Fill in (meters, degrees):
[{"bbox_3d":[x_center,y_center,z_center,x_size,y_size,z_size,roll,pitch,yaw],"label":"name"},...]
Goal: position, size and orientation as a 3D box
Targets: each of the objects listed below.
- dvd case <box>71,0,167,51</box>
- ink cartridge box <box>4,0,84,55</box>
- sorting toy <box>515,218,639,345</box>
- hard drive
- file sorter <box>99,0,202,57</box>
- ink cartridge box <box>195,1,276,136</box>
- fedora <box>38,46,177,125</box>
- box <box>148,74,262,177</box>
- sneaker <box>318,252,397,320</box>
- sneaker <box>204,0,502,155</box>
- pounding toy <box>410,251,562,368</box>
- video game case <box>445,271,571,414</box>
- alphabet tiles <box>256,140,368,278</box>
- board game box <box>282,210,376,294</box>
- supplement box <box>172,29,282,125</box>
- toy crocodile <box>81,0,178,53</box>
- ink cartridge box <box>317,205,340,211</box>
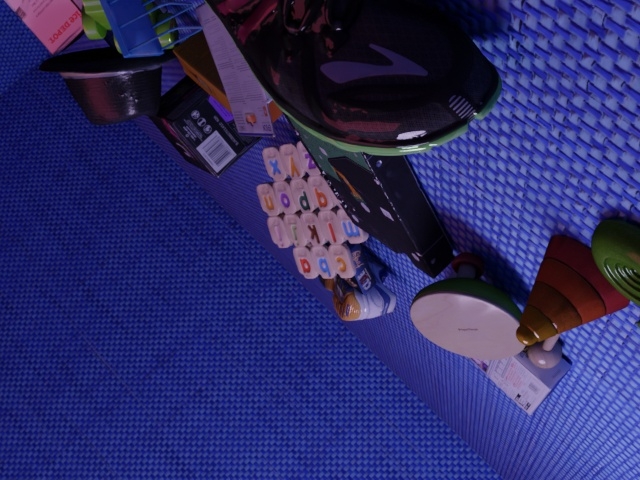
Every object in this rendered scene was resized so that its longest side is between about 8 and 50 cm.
[{"bbox_3d":[-0.447,-0.522,1.773,0.180,0.022,0.253,-22,117,40],"label":"dvd case"},{"bbox_3d":[-0.588,-0.573,1.893,0.273,0.198,0.115,49,-146,-15],"label":"ink cartridge box"},{"bbox_3d":[0.297,0.065,0.930,0.127,0.126,0.365,47,171,0],"label":"sorting toy"},{"bbox_3d":[0.072,-0.105,1.397,0.237,0.064,0.339,36,167,47],"label":"hard drive"},{"bbox_3d":[-0.278,-0.393,1.394,0.170,0.104,0.118,67,-159,-5],"label":"file sorter"},{"bbox_3d":[-0.118,-0.275,1.368,0.223,0.045,0.224,22,131,68],"label":"ink cartridge box"},{"bbox_3d":[-0.453,-0.340,1.929,0.334,0.333,0.153,29,129,61],"label":"fedora"},{"bbox_3d":[-0.271,-0.264,1.990,0.165,0.143,0.270,51,170,-25],"label":"box"},{"bbox_3d":[0.077,0.075,1.972,0.296,0.130,0.112,-113,28,-47],"label":"sneaker"},{"bbox_3d":[-0.032,-0.262,0.852,0.483,0.185,0.202,43,174,17],"label":"sneaker"},{"bbox_3d":[0.265,0.097,1.353,0.236,0.110,0.183,13,147,16],"label":"pounding toy"},{"bbox_3d":[0.310,0.182,1.539,0.244,0.061,0.269,42,169,18],"label":"video game case"},{"bbox_3d":[-0.021,-0.058,1.704,0.284,0.021,0.278,-4,107,51],"label":"alphabet tiles"},{"bbox_3d":[0.000,0.000,1.828,0.243,0.042,0.165,35,164,33],"label":"board game box"},{"bbox_3d":[-0.172,-0.298,1.629,0.233,0.080,0.078,40,168,28],"label":"supplement box"},{"bbox_3d":[-0.344,-0.409,1.589,0.340,0.115,0.105,-12,-83,-81],"label":"toy crocodile"},{"bbox_3d":[-0.007,-0.066,1.894,0.104,0.061,0.181,51,169,-27],"label":"ink cartridge box"}]
